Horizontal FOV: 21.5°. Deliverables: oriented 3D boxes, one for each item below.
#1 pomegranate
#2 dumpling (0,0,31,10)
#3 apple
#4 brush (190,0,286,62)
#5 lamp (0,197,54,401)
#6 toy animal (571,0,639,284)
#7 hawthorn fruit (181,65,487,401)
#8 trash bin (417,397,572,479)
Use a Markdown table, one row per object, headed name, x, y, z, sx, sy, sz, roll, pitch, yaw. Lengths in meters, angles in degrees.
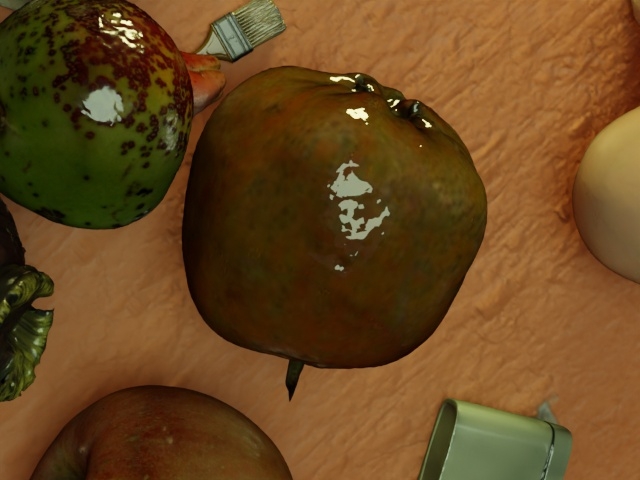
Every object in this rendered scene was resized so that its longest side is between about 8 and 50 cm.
| name | x | y | z | sx | sy | sz | roll | pitch | yaw |
| --- | --- | --- | --- | --- | --- | --- | --- | --- | --- |
| pomegranate | -0.179 | -0.120 | 1.472 | 0.248 | 0.214 | 0.214 | -17 | 104 | -37 |
| dumpling | -0.245 | -0.282 | 1.473 | 0.150 | 0.092 | 0.176 | 7 | 100 | -16 |
| apple | -0.142 | 0.260 | 1.518 | 0.253 | 0.253 | 0.254 | -2 | 99 | -15 |
| brush | -0.111 | -0.172 | 1.570 | 0.170 | 0.014 | 0.043 | -32 | 104 | -8 |
| lamp | -0.342 | 0.047 | 1.427 | 0.247 | 0.247 | 0.247 | -2 | 99 | -15 |
| toy animal | 0.377 | -0.107 | 1.615 | 0.326 | 0.237 | 0.269 | -33 | 109 | 6 |
| hawthorn fruit | 0.000 | 0.000 | 1.500 | 0.267 | 0.268 | 0.301 | 17 | 99 | -17 |
| trash bin | 0.174 | 0.227 | 1.690 | 0.130 | 0.059 | 0.116 | 16 | 92 | -16 |
